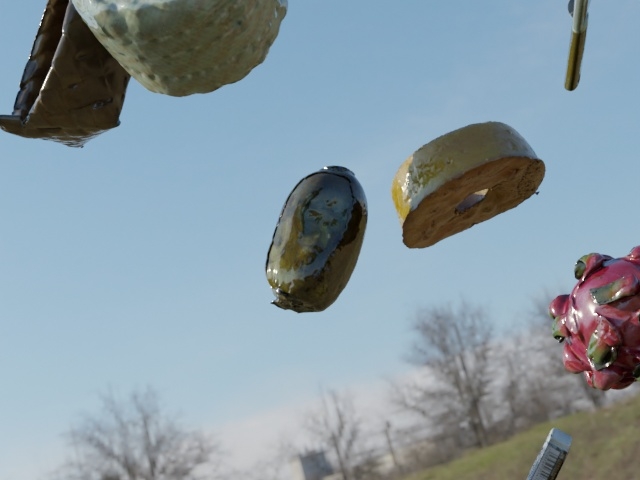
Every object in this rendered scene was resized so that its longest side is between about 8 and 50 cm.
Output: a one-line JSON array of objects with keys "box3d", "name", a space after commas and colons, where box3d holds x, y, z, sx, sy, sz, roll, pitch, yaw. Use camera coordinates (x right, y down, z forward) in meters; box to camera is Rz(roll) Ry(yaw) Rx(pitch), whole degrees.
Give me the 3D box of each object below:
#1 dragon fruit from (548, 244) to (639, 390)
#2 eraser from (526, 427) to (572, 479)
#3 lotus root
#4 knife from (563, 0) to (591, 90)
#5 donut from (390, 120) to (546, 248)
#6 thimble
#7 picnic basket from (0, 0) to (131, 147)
[{"box3d": [0.437, 0.110, 1.640, 0.218, 0.198, 0.273, -43, 18, -17], "name": "dragon fruit"}, {"box3d": [0.237, 0.248, 1.279, 0.027, 0.099, 0.019, 27, -6, 2], "name": "eraser"}, {"box3d": [0.000, 0.000, 2.149, 0.160, 0.275, 0.152, 7, -22, 29], "name": "lotus root"}, {"box3d": [0.291, -0.269, 1.343, 0.027, 0.061, 0.343, 18, -17, 14], "name": "knife"}, {"box3d": [0.243, -0.100, 2.065, 0.277, 0.108, 0.277, -20, -25, -10], "name": "donut"}, {"box3d": [-0.198, -0.367, 1.723, 0.291, 0.292, 0.195, -18, -36, 9], "name": "thimble"}, {"box3d": [-0.468, -0.314, 1.927, 0.337, 0.293, 0.337, 13, -10, 2], "name": "picnic basket"}]
